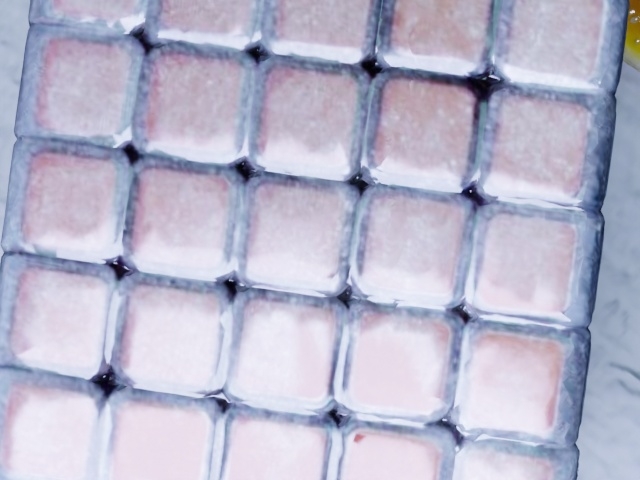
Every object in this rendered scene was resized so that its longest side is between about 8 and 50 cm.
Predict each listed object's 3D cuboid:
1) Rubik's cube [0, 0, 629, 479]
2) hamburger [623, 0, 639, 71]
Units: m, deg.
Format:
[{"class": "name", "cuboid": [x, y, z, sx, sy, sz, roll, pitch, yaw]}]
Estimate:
[{"class": "Rubik's cube", "cuboid": [0.000, 0.000, 0.743, 0.238, 0.237, 0.237, 9, 89, 5]}, {"class": "hamburger", "cuboid": [0.181, -0.144, 0.808, 0.126, 0.081, 0.141, -7, 90, 4]}]
